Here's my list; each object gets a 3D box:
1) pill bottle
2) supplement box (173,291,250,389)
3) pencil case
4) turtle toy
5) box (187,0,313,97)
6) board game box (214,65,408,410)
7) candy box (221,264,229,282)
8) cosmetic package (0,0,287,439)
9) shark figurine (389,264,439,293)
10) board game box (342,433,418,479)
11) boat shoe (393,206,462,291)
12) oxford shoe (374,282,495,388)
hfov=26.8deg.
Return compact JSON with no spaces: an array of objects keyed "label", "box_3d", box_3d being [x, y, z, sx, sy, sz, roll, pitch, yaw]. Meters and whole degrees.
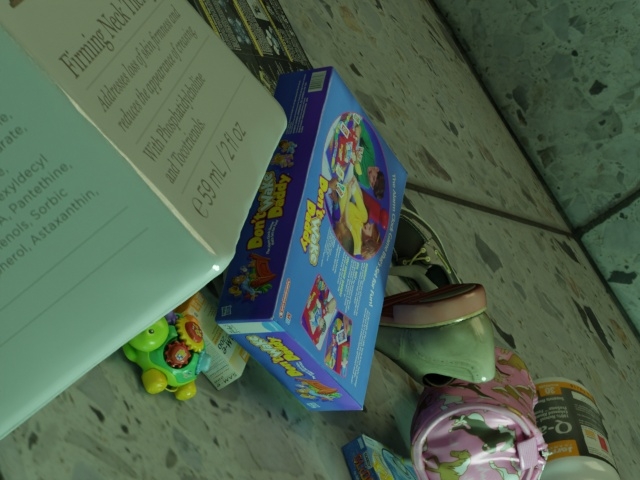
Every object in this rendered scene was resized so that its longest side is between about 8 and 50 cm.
[{"label":"pill bottle","box_3d":[0.377,0.355,2.090,0.162,0.162,0.278,44,22,-27]},{"label":"supplement box","box_3d":[-0.127,0.111,1.516,0.098,0.036,0.062,50,21,-13]},{"label":"pencil case","box_3d":[0.216,0.245,1.824,0.167,0.160,0.386,43,10,0]},{"label":"turtle toy","box_3d":[-0.162,0.107,1.398,0.130,0.066,0.095,24,35,-55]},{"label":"box","box_3d":[-0.115,-0.253,1.802,0.395,0.097,0.318,63,19,7]},{"label":"board game box","box_3d":[0.000,0.000,1.623,0.233,0.078,0.347,50,44,-47]},{"label":"candy box","box_3d":[-0.061,0.024,1.756,0.165,0.070,0.196,34,28,-44]},{"label":"cosmetic package","box_3d":[-0.288,-0.096,1.053,0.393,0.327,0.329,48,21,-15]},{"label":"shark figurine","box_3d":[0.177,0.154,2.068,0.278,0.116,0.166,63,-14,0]},{"label":"board game box","box_3d":[0.115,0.335,1.708,0.201,0.035,0.136,32,29,-48]},{"label":"boat shoe","box_3d":[0.179,0.045,2.258,0.227,0.081,0.068,55,15,-6]},{"label":"oxford shoe","box_3d":[0.114,0.136,1.751,0.348,0.123,0.130,-12,-84,70]}]
